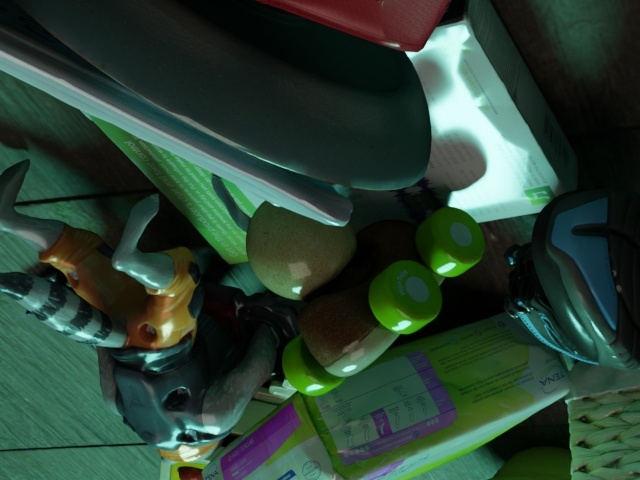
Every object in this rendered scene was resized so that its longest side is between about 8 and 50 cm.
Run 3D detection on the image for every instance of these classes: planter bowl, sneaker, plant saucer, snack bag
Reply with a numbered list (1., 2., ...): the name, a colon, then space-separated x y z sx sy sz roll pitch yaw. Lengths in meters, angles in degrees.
1. planter bowl: 0.264 0.291 1.545 0.217 0.090 0.217 13 151 7
2. sneaker: 0.203 0.045 1.105 0.140 0.125 0.341 7 166 23
3. plant saucer: -0.060 -0.143 0.804 0.318 0.317 0.043 25 113 -23
4. snack bag: -0.149 -0.101 0.820 0.323 0.037 0.342 26 -174 -20

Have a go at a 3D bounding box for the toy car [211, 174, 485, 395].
1. toy car: 0.000 0.000 1.071 0.188 0.149 0.155 46 136 -4

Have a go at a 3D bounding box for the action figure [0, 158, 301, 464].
1. action figure: -0.189 0.084 1.240 0.341 0.178 0.330 2 136 33

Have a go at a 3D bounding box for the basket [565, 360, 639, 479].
1. basket: 0.440 0.277 1.333 0.331 0.266 0.328 -12 143 32

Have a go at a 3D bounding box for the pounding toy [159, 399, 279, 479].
1. pounding toy: -0.141 0.251 1.575 0.181 0.094 0.206 13 151 -1

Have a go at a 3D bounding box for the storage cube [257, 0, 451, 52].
1. storage cube: 0.011 -0.243 0.683 0.184 0.215 0.193 17 140 -12

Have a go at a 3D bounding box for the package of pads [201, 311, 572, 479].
1. package of pads: 0.065 0.171 1.291 0.297 0.101 0.229 -16 163 -35

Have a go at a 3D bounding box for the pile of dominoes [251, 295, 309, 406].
1. pile of dominoes: -0.067 0.118 1.438 0.196 0.040 0.251 23 153 -22

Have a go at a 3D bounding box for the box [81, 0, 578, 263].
1. box: 0.010 -0.084 1.071 0.322 0.058 0.232 -10 143 25
